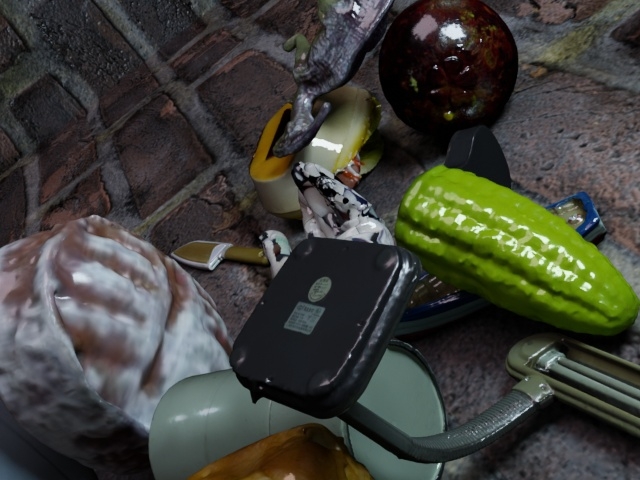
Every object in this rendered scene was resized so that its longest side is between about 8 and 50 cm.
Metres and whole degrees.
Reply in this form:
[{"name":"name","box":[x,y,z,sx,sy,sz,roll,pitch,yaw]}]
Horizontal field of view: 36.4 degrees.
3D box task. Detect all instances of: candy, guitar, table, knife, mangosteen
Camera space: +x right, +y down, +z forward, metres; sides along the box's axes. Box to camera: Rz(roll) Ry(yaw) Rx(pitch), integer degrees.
[{"name":"candy","box":[0.156,0.014,0.775,0.209,0.097,0.097,31,68,33]},{"name":"guitar","box":[0.109,-0.017,0.907,0.038,0.084,0.271,-12,25,41]},{"name":"table","box":[-0.022,0.156,0.784,0.220,0.126,0.126,-15,34,40]},{"name":"candy","box":[-0.191,0.101,0.926,0.157,0.289,0.214,-22,50,22]},{"name":"knife","box":[-0.138,0.019,1.292,0.046,0.022,0.256,-53,28,-20]},{"name":"mangosteen","box":[0.150,-0.210,1.134,0.172,0.172,0.184,-19,23,35]}]

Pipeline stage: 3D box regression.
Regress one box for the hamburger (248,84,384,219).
[{"name":"hamburger","box":[-0.003,-0.114,1.243,0.173,0.116,0.210,-31,29,33]}]

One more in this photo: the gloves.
[{"name":"gloves","box":[0.008,0.002,1.034,0.127,0.111,0.212,-54,21,26]}]

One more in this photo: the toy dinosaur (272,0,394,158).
[{"name":"toy dinosaur","box":[0.019,-0.232,1.133,0.294,0.077,0.162,-67,30,18]}]

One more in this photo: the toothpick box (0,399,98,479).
[{"name":"toothpick box","box":[-0.410,0.295,0.914,0.263,0.263,0.355,1,46,53]}]

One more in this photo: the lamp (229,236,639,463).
[{"name":"lamp","box":[0.109,0.094,0.619,0.203,0.283,0.124,6,76,55]}]

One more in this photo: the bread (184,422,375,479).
[{"name":"bread","box":[-0.079,0.253,0.660,0.294,0.167,0.132,-29,3,22]}]

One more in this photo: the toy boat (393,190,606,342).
[{"name":"toy boat","box":[0.145,0.032,0.868,0.229,0.046,0.080,-31,27,16]}]
